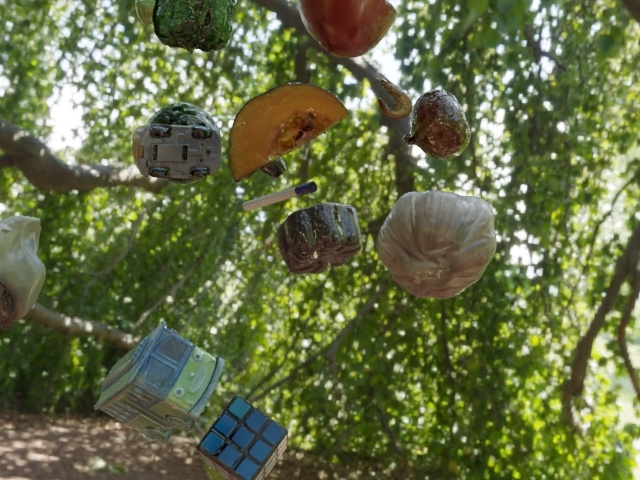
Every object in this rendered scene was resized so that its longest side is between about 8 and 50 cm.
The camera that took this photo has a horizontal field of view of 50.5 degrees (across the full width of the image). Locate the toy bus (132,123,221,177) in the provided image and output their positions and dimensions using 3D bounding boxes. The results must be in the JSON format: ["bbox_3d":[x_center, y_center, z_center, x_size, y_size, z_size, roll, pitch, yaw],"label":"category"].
[{"bbox_3d":[-0.360,-0.225,1.668,0.209,0.126,0.136,-4,19,-32],"label":"toy bus"}]

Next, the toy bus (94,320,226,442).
[{"bbox_3d":[-0.350,0.314,1.470,0.190,0.152,0.312,36,-36,-13],"label":"toy bus"}]

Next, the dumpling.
[{"bbox_3d":[-0.644,0.074,1.425,0.163,0.293,0.204,43,40,21],"label":"dumpling"}]

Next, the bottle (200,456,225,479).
[{"bbox_3d":[-0.256,0.687,2.228,0.260,0.112,0.112,-27,-1,-9],"label":"bottle"}]

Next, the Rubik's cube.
[{"bbox_3d":[-0.186,0.499,1.653,0.160,0.162,0.163,32,-25,14],"label":"Rubik's cube"}]

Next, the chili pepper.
[{"bbox_3d":[-0.276,-0.618,1.562,0.213,0.385,0.167,4,3,31],"label":"chili pepper"}]

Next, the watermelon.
[{"bbox_3d":[-0.413,-0.288,2.020,0.242,0.242,0.242,13,-7,1],"label":"watermelon"}]

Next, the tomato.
[{"bbox_3d":[0.059,-0.598,1.877,0.309,0.170,0.309,12,5,-1],"label":"tomato"}]

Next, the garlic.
[{"bbox_3d":[0.297,0.008,1.755,0.317,0.259,0.317,11,-50,14],"label":"garlic"}]

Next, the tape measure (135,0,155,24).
[{"bbox_3d":[-0.474,-0.701,2.033,0.154,0.177,0.087,-10,-48,-8],"label":"tape measure"}]

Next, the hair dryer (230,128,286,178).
[{"bbox_3d":[-0.222,-0.306,2.379,0.235,0.091,0.271,45,-4,-6],"label":"hair dryer"}]

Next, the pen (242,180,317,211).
[{"bbox_3d":[-0.122,-0.125,1.971,0.269,0.033,0.033,-14,-22,35],"label":"pen"}]

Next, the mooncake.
[{"bbox_3d":[0.000,0.000,2.248,0.306,0.154,0.306,-14,-18,-5],"label":"mooncake"}]

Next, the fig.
[{"bbox_3d":[0.388,-0.379,2.246,0.235,0.235,0.214,19,-36,-42],"label":"fig"}]

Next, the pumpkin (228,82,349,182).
[{"bbox_3d":[-0.081,-0.264,1.512,0.312,0.148,0.169,-25,10,20],"label":"pumpkin"}]

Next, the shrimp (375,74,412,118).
[{"bbox_3d":[0.222,-0.454,2.178,0.162,0.095,0.045,43,19,8],"label":"shrimp"}]
